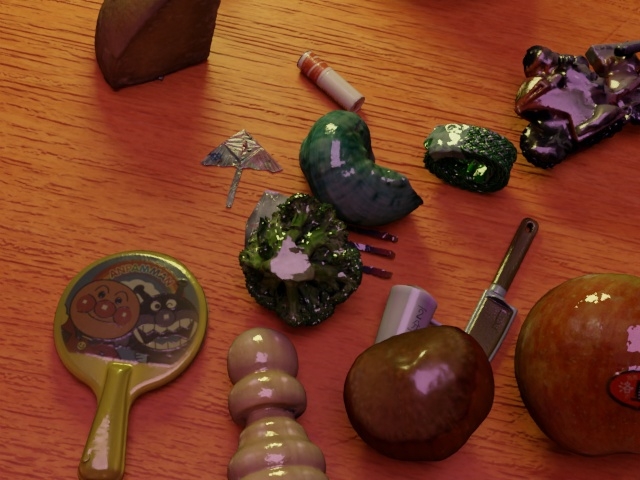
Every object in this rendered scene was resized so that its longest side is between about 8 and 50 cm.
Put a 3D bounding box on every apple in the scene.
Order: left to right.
[{"bbox_3d":[0.423,0.188,1.311,0.309,0.277,0.250,14,73,30],"label":"apple"}]

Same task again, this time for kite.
[{"bbox_3d":[-0.129,-0.119,1.558,0.137,0.005,0.153,3,63,-3],"label":"kite"},{"bbox_3d":[0.000,-0.001,1.504,0.245,0.015,0.141,13,65,2],"label":"kite"}]

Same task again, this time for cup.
[{"bbox_3d":[0.135,0.136,1.423,0.104,0.074,0.116,32,65,-21],"label":"cup"}]

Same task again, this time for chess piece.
[{"bbox_3d":[-0.070,0.246,1.317,0.142,0.143,0.261,-5,56,-8],"label":"chess piece"}]

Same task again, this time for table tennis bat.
[{"bbox_3d":[-0.285,0.171,1.367,0.224,0.054,0.369,8,59,-1],"label":"table tennis bat"}]

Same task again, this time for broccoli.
[{"bbox_3d":[-0.029,0.032,1.400,0.195,0.156,0.196,0,80,2],"label":"broccoli"}]

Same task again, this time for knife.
[{"bbox_3d":[0.276,0.102,1.472,0.061,0.027,0.343,30,64,5],"label":"knife"}]

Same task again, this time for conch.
[{"bbox_3d":[0.043,-0.111,1.501,0.134,0.196,0.202,-36,50,4],"label":"conch"}]

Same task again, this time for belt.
[{"bbox_3d":[0.242,-0.142,1.541,0.151,0.121,0.079,15,64,8],"label":"belt"}]

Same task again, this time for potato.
[{"bbox_3d":[-0.282,-0.411,1.556,0.189,0.264,0.211,-15,71,-23],"label":"potato"}]

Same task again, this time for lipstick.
[{"bbox_3d":[0.018,-0.272,1.631,0.038,0.038,0.130,-40,73,-22],"label":"lipstick"}]

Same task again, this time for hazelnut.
[{"bbox_3d":[0.139,0.220,1.290,0.210,0.186,0.210,0,99,0],"label":"hazelnut"}]

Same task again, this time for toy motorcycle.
[{"bbox_3d":[0.484,-0.270,1.628,0.400,0.134,0.207,-23,73,-15],"label":"toy motorcycle"}]
